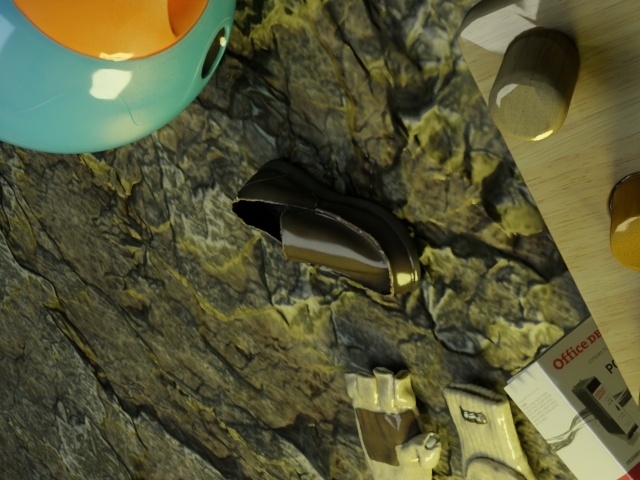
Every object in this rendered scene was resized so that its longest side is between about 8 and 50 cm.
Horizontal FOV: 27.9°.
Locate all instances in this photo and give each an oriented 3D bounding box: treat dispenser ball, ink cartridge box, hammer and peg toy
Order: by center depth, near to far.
[{"bbox_3d":[0.274,-0.048,0.583,0.361,0.127,0.266,-17,116,28],"label":"hammer and peg toy"},{"bbox_3d":[0.221,0.128,0.968,0.135,0.099,0.056,50,148,10],"label":"ink cartridge box"},{"bbox_3d":[-0.215,-0.216,1.086,0.288,0.288,0.288,35,142,32],"label":"treat dispenser ball"}]

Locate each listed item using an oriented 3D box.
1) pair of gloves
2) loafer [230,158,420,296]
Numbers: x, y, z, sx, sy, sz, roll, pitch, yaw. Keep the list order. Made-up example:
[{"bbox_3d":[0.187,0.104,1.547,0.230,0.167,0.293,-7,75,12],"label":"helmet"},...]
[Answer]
[{"bbox_3d":[0.123,0.216,1.243,0.240,0.042,0.204,1,115,52],"label":"pair of gloves"},{"bbox_3d":[0.000,0.000,1.183,0.220,0.078,0.080,28,138,40],"label":"loafer"}]
